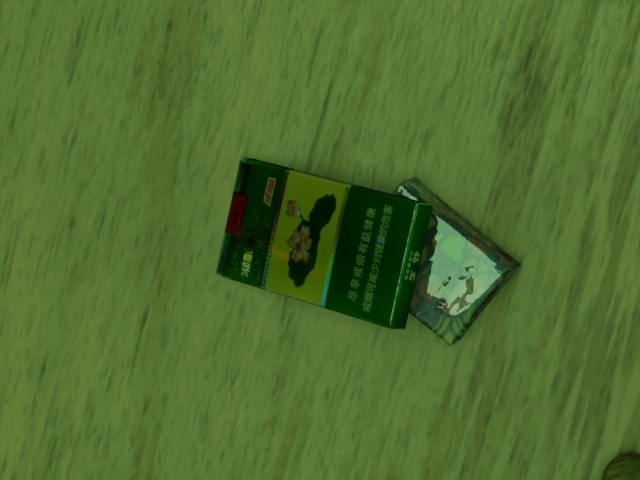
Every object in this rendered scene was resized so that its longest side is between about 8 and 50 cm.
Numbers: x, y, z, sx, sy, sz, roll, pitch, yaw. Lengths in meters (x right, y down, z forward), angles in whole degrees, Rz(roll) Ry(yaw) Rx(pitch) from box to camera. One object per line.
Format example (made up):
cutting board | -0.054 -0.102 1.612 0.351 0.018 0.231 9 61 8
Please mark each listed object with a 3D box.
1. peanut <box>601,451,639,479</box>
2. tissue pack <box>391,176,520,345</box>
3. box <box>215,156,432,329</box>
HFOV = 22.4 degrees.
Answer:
peanut | 0.365 0.275 1.602 0.194 0.083 0.093 25 93 33
tissue pack | 0.116 0.021 1.669 0.148 0.060 0.108 39 104 9
box | 0.000 0.000 1.664 0.235 0.034 0.132 15 96 36
